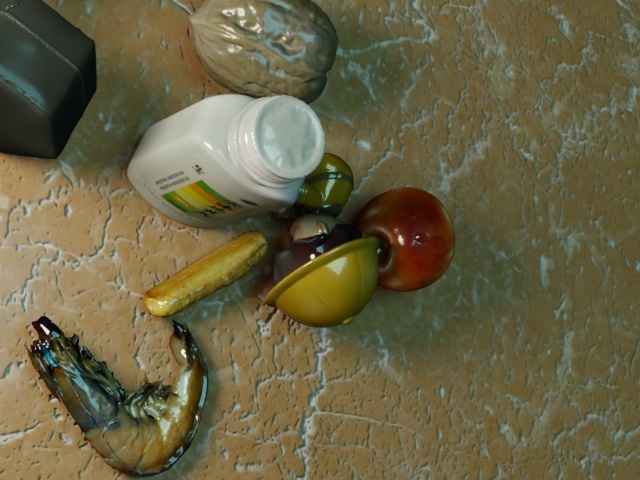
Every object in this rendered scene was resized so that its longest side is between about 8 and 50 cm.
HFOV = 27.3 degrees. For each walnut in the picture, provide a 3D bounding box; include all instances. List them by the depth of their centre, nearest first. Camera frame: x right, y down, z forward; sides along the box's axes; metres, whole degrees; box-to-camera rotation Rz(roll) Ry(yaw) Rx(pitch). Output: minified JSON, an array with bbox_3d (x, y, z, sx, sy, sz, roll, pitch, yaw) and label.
[{"bbox_3d":[-0.086,-0.293,1.940,0.230,0.178,0.178,16,73,-20],"label":"walnut"}]

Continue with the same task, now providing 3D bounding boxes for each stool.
[{"bbox_3d":[-0.403,-0.217,1.686,0.232,0.232,0.141,37,61,-23],"label":"stool"}]

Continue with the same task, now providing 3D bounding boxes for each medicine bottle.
[{"bbox_3d":[-0.123,-0.109,1.782,0.179,0.324,0.124,35,64,-24],"label":"medicine bottle"}]

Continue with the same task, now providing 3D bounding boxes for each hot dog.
[{"bbox_3d":[-0.159,0.054,1.893,0.215,0.066,0.047,-34,129,-34],"label":"hot dog"}]

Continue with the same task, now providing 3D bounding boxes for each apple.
[{"bbox_3d":[0.126,0.000,2.031,0.139,0.163,0.163,-22,94,-42],"label":"apple"}]

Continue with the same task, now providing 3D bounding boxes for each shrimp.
[{"bbox_3d":[-0.265,0.178,1.802,0.290,0.054,0.222,49,61,-21],"label":"shrimp"}]

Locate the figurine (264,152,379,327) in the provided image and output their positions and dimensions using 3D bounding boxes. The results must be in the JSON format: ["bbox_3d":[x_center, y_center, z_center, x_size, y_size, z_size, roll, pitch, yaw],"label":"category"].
[{"bbox_3d":[0.005,0.000,1.935,0.192,0.167,0.257,31,58,-68],"label":"figurine"}]
